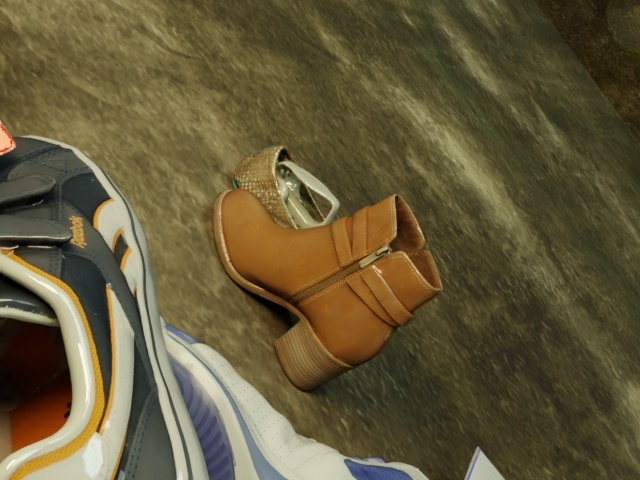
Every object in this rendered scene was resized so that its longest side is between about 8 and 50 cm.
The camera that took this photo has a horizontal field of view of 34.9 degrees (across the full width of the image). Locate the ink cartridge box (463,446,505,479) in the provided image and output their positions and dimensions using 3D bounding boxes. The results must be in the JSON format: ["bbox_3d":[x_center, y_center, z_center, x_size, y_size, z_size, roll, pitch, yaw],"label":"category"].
[{"bbox_3d":[0.157,0.297,0.796,0.208,0.045,0.206,49,29,-3],"label":"ink cartridge box"}]

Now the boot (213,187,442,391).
[{"bbox_3d":[0.005,0.005,0.820,0.073,0.152,0.197,-3,57,-55],"label":"boot"}]

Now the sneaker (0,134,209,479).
[{"bbox_3d":[-0.160,0.031,0.536,0.127,0.126,0.321,41,12,-48],"label":"sneaker"}]

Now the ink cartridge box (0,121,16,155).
[{"bbox_3d":[-0.279,-0.071,0.546,0.179,0.045,0.145,-34,83,-25],"label":"ink cartridge box"}]

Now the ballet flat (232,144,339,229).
[{"bbox_3d":[0.000,0.000,0.908,0.206,0.067,0.073,52,27,4],"label":"ballet flat"}]

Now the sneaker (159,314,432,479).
[{"bbox_3d":[-0.019,0.175,0.639,0.315,0.127,0.182,37,3,9],"label":"sneaker"}]
